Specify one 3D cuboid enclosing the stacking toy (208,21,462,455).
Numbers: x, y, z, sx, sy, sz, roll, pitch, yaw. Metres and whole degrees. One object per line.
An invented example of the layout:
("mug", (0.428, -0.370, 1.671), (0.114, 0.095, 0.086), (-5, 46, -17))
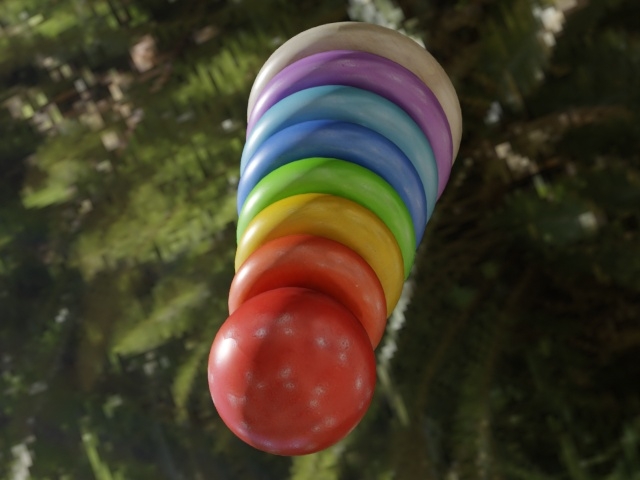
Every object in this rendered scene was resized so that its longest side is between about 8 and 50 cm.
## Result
("stacking toy", (0.000, 0.000, 1.086), (0.141, 0.141, 0.330), (54, -155, -22))
